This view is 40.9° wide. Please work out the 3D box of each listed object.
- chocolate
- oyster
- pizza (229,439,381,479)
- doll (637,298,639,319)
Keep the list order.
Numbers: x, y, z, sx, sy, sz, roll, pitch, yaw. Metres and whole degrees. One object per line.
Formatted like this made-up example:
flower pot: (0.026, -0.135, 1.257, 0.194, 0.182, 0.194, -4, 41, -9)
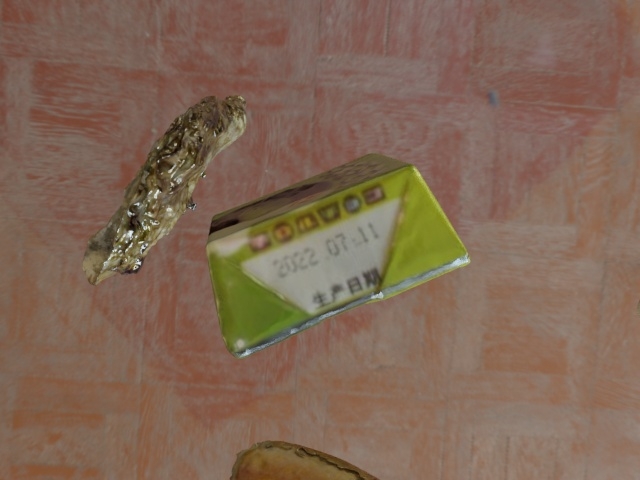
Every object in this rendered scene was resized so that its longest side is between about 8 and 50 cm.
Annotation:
chocolate: (0.000, 0.000, 1.062, 0.288, 0.301, 0.137, -21, 102, -2)
oyster: (-0.211, -0.102, 1.260, 0.111, 0.204, 0.396, 37, 70, -9)
pizza: (-0.012, 0.216, 0.471, 0.193, 0.053, 0.201, -41, 59, -12)
doll: (0.502, 0.071, 1.155, 0.107, 0.181, 0.110, 32, 72, 12)
